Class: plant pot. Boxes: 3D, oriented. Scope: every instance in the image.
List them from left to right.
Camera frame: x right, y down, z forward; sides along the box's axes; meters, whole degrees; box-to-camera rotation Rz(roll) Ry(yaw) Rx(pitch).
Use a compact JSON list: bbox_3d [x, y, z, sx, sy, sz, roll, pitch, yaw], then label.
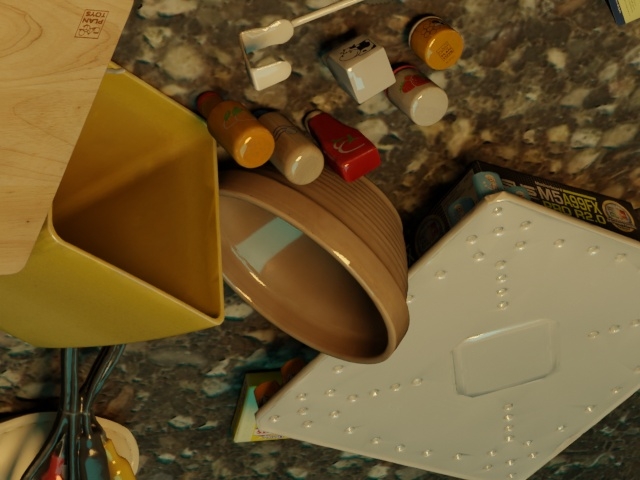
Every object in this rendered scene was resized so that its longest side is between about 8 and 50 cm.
[{"bbox_3d":[-0.225,-0.020,1.673,0.187,0.212,0.212,-25,143,31],"label":"plant pot"},{"bbox_3d":[0.000,0.000,1.805,0.109,0.237,0.237,-51,150,-24],"label":"plant pot"}]

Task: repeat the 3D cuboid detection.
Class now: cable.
[{"bbox_3d":[-0.254,0.186,1.955,0.139,0.072,0.287,-8,110,-16],"label":"cable"}]

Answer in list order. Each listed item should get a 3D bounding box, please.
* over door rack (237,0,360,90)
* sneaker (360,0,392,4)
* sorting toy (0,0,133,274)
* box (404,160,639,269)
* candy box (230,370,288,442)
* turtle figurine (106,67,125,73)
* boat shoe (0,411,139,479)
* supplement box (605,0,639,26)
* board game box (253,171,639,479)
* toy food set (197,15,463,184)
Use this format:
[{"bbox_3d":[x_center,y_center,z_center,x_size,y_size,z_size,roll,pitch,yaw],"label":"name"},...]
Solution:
[{"bbox_3d":[0.041,-0.297,1.445,0.324,0.108,0.239,-29,131,-17],"label":"over door rack"},{"bbox_3d":[0.095,-0.266,1.607,0.170,0.051,0.089,-24,142,0],"label":"sneaker"},{"bbox_3d":[-0.301,-0.099,1.399,0.257,0.089,0.255,-2,126,-46],"label":"sorting toy"},{"bbox_3d":[0.174,0.044,2.007,0.216,0.060,0.270,12,134,-33],"label":"box"},{"bbox_3d":[0.009,0.179,2.133,0.206,0.027,0.105,-3,142,-18],"label":"candy box"},{"bbox_3d":[-0.219,-0.206,1.503,0.234,0.118,0.175,6,121,-3],"label":"turtle figurine"},{"bbox_3d":[-0.353,0.245,2.019,0.324,0.116,0.097,-10,-176,-30],"label":"boat shoe"},{"bbox_3d":[0.283,-0.248,1.693,0.083,0.056,0.083,-23,142,7],"label":"supplement box"},{"bbox_3d":[0.186,0.105,1.996,0.390,0.050,0.390,18,130,-37],"label":"board game box"},{"bbox_3d":[0.013,-0.129,1.730,0.232,0.104,0.111,-32,129,-10],"label":"toy food set"}]
